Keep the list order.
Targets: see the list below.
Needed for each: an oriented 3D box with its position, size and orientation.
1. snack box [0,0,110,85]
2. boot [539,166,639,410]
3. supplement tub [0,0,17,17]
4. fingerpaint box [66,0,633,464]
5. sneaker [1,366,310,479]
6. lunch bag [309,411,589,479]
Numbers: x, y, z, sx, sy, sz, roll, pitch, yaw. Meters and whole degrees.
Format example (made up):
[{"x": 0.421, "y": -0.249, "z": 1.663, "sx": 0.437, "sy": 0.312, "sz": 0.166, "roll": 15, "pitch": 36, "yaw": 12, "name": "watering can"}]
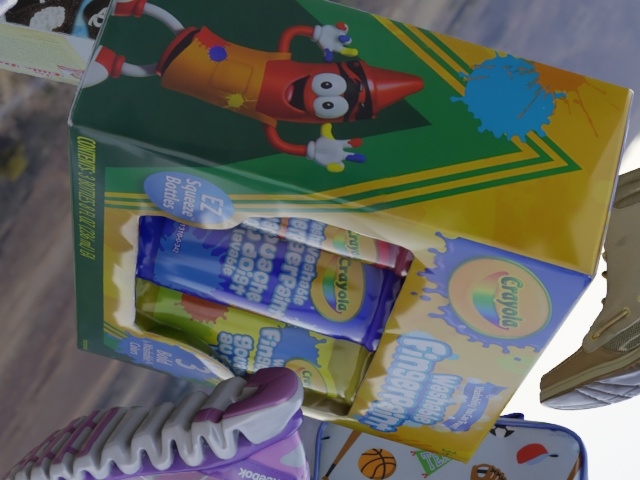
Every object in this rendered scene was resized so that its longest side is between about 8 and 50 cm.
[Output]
[{"x": -0.294, "y": -0.230, "z": 1.877, "sx": 0.187, "sy": 0.322, "sz": 0.060, "roll": 53, "pitch": 52, "yaw": -70, "name": "snack box"}, {"x": 0.315, "y": 0.048, "z": 1.765, "sx": 0.095, "sy": 0.203, "sz": 0.262, "roll": 11, "pitch": 143, "yaw": -42, "name": "boot"}, {"x": -0.422, "y": -0.178, "z": 1.319, "sx": 0.331, "sy": 0.241, "sz": 0.241, "roll": -46, "pitch": 176, "yaw": -6, "name": "supplement tub"}, {"x": 0.000, "y": 0.000, "z": 1.325, "sx": 0.445, "sy": 0.371, "sz": 0.163, "roll": 108, "pitch": -1, "yaw": -65, "name": "fingerpaint box"}, {"x": -0.107, "y": 0.165, "z": 1.143, "sx": 0.236, "sy": 0.104, "sz": 0.095, "roll": -14, "pitch": -163, "yaw": 22, "name": "sneaker"}, {"x": 0.132, "y": 0.284, "z": 1.709, "sx": 0.115, "sy": 0.303, "sz": 0.243, "roll": 91, "pitch": 6, "yaw": -51, "name": "lunch bag"}]
